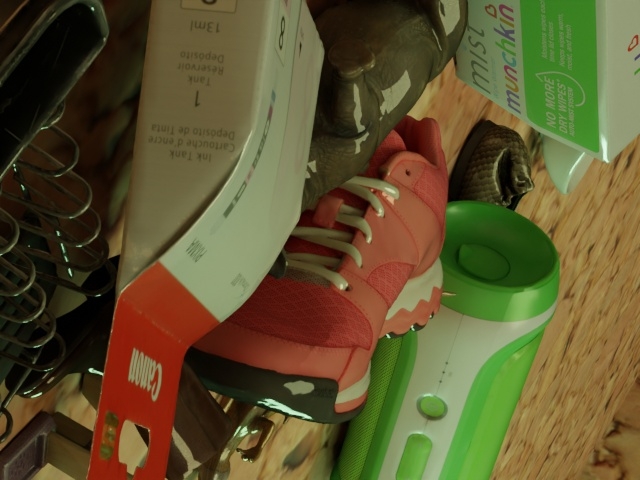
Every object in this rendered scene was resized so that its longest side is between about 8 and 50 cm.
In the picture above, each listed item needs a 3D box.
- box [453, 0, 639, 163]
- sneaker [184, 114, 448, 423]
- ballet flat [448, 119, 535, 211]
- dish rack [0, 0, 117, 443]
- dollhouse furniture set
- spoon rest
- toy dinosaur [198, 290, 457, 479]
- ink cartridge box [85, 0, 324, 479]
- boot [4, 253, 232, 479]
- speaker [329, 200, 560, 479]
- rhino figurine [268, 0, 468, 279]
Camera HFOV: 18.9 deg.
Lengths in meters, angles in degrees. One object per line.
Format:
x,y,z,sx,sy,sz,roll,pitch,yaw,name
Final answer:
0.177,-0.219,1.052,0.231,0.127,0.262,-43,148,-23,box
0.000,0.000,1.082,0.314,0.116,0.136,-42,145,-67,sneaker
0.120,0.016,1.521,0.084,0.058,0.250,-42,154,-49,ballet flat
-0.149,0.038,0.703,0.208,0.074,0.271,-55,162,-22,dish rack
-0.107,0.138,0.973,0.091,0.081,0.114,-47,158,-43,dollhouse furniture set
0.238,-0.132,1.606,0.137,0.084,0.276,-56,162,-21,spoon rest
-0.014,0.075,1.205,0.211,0.064,0.112,-42,169,-2,toy dinosaur
-0.044,0.000,0.826,0.189,0.066,0.232,63,29,-80,ink cartridge box
-0.090,0.079,0.907,0.106,0.037,0.114,-49,123,-43,boot
0.090,0.117,1.473,0.131,0.131,0.296,-43,155,-50,speaker
0.001,-0.070,0.994,0.243,0.073,0.106,-53,158,-24,rhino figurine
